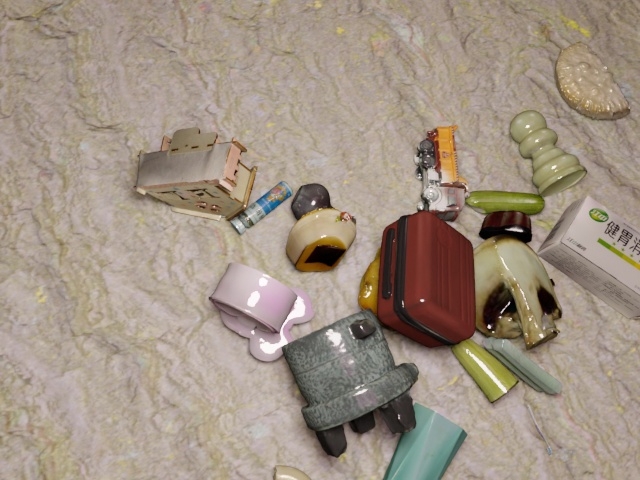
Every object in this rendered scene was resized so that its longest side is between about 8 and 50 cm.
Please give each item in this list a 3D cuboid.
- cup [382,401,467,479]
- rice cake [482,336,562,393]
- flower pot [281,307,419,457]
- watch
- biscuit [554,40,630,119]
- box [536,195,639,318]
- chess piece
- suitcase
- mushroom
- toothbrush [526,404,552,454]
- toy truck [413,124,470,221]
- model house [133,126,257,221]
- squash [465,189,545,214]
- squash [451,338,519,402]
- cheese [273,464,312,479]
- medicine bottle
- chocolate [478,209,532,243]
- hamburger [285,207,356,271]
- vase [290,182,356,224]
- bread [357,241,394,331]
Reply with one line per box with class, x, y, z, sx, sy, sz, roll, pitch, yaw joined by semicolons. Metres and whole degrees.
cup;0.242;0.534;1.304;0.148;0.134;0.235;28;77;7
rice cake;0.515;0.321;1.383;0.222;0.080;0.042;38;67;-13
flower pot;0.086;0.322;1.269;0.299;0.299;0.282;-21;79;-11
watch;-0.148;0.169;1.332;0.249;0.217;0.210;27;73;4
biscuit;0.830;-0.482;1.682;0.179;0.084;0.281;-29;78;-13
box;0.799;0.051;1.485;0.333;0.145;0.173;36;75;7
chess piece;0.648;-0.268;1.586;0.145;0.144;0.251;-19;69;-10
suitcase;0.260;0.095;1.322;0.236;0.161;0.296;32;51;-30
mushroom;0.514;0.149;1.450;0.218;0.212;0.291;-5;56;-50
toothbrush;0.567;0.489;1.401;0.013;0.011;0.131;-13;73;-30
toy truck;0.342;-0.187;1.541;0.136;0.114;0.270;0;71;0
model house;-0.288;-0.162;1.419;0.326;0.244;0.168;-2;67;29
squash;0.527;-0.108;1.552;0.239;0.069;0.069;3;73;-4
squash;0.400;0.314;1.405;0.094;0.094;0.224;-41;75;-15
cheese;-0.044;0.634;1.275;0.249;0.070;0.163;19;72;0
medicine bottle;-0.162;-0.092;1.498;0.191;0.051;0.051;-41;80;-14
chocolate;0.530;-0.037;1.503;0.125;0.149;0.080;29;67;-38
hamburger;0.000;0.000;1.403;0.173;0.210;0.116;1;59;-17
vase;0.014;-0.080;1.483;0.183;0.120;0.120;26;72;-11
bread;0.178;0.116;1.428;0.161;0.088;0.233;37;56;-9
